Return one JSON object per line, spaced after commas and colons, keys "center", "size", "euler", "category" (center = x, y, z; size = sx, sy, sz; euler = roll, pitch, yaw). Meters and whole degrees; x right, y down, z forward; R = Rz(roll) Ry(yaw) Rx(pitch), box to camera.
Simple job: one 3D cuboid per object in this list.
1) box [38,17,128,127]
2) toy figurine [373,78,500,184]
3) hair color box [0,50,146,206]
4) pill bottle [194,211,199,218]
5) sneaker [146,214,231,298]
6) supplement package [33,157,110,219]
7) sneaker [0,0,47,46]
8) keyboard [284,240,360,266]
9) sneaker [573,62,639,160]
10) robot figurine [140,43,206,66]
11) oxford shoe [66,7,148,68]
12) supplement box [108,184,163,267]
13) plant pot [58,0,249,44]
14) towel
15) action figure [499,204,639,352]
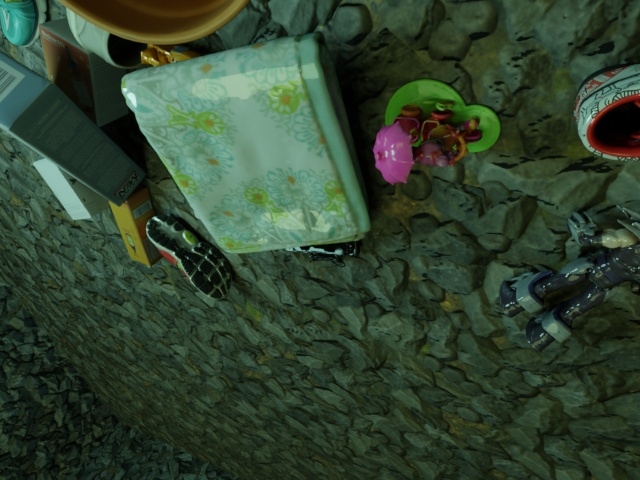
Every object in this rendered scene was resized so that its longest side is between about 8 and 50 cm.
{"center": [-0.489, -0.351, 0.878], "size": [0.130, 0.091, 0.170], "euler": [32, 137, 8], "category": "box"}
{"center": [0.145, -0.132, 0.580], "size": [0.173, 0.159, 0.130], "euler": [16, 132, 22], "category": "toy figurine"}
{"center": [-0.547, -0.220, 0.882], "size": [0.185, 0.113, 0.374], "euler": [32, 167, 9], "category": "hair color box"}
{"center": [-0.265, -0.108, 0.944], "size": [0.067, 0.067, 0.120], "euler": [23, 134, 17], "category": "pill bottle"}
{"center": [-0.348, 0.044, 1.124], "size": [0.279, 0.107, 0.118], "euler": [48, 155, -4], "category": "sneaker"}
{"center": [-0.659, -0.160, 1.140], "size": [0.105, 0.105, 0.179], "euler": [-1, 124, 35], "category": "supplement package"}
{"center": [-0.624, -0.511, 0.824], "size": [0.107, 0.110, 0.275], "euler": [39, 137, 1], "category": "sneaker"}
{"center": [0.000, 0.000, 0.889], "size": [0.192, 0.038, 0.100], "euler": [4, 103, 33], "category": "keyboard"}
{"center": [0.401, -0.146, 0.405], "size": [0.270, 0.145, 0.090], "euler": [-5, 121, 36], "category": "sneaker"}
{"center": [-0.191, -0.238, 0.774], "size": [0.291, 0.085, 0.211], "euler": [31, 137, 9], "category": "robot figurine"}
{"center": [-0.297, -0.443, 0.623], "size": [0.130, 0.169, 0.449], "euler": [42, 144, 1], "category": "oxford shoe"}
{"center": [-0.499, -0.041, 1.151], "size": [0.078, 0.080, 0.233], "euler": [20, 132, 21], "category": "supplement box"}
{"center": [-0.162, -0.382, 0.421], "size": [0.291, 0.203, 0.291], "euler": [5, 134, 5], "category": "plant pot"}
{"center": [-0.099, -0.126, 0.701], "size": [0.321, 0.090, 0.374], "euler": [-6, 135, 16], "category": "towel"}
{"center": [0.401, 0.049, 0.608], "size": [0.185, 0.099, 0.285], "euler": [46, 133, 3], "category": "action figure"}
